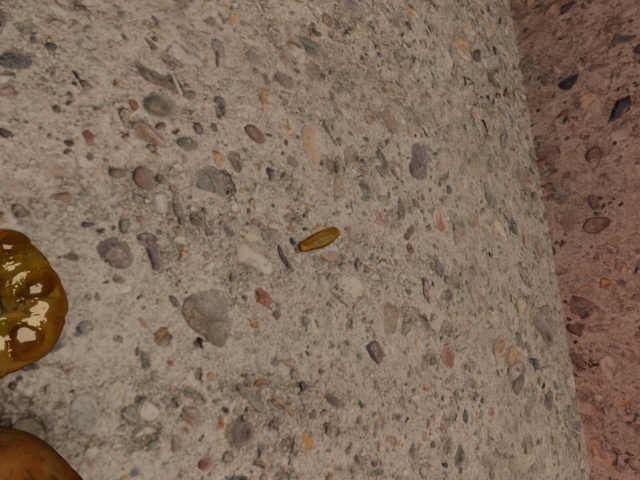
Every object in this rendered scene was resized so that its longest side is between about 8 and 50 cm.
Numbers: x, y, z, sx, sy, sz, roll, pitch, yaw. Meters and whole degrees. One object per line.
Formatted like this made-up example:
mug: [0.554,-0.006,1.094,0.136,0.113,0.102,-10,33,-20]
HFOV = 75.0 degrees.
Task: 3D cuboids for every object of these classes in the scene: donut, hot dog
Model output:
donut: [-0.492,0.093,0.597,0.226,0.114,0.226,12,70,-37]
hot dog: [0.000,0.000,1.082,0.137,0.028,0.044,-27,69,-43]

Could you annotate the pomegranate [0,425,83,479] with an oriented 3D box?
pomegranate: [-0.417,0.358,0.481,0.281,0.281,0.281,12,69,-36]
